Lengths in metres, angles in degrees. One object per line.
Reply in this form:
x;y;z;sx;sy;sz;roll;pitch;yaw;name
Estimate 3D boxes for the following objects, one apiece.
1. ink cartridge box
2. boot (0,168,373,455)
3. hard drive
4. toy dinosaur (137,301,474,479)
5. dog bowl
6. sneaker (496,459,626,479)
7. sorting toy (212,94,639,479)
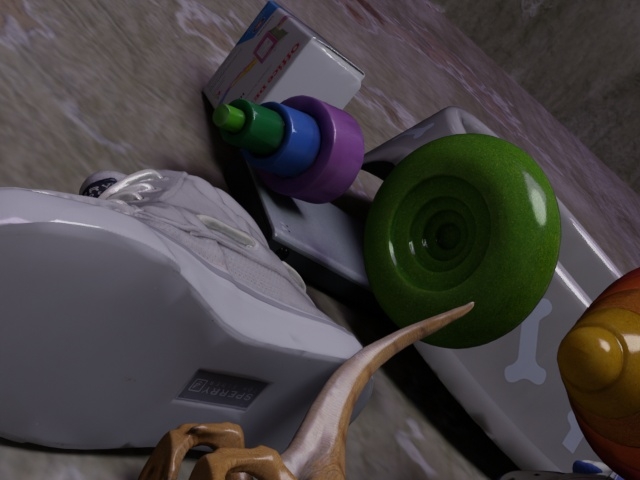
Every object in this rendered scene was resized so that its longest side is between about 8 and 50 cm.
-0.029;-0.112;0.777;0.052;0.088;0.122;33;10;-28;ink cartridge box
-0.084;0.016;0.455;0.123;0.095;0.258;50;10;35;boot
0.000;0.000;0.739;0.135;0.022;0.094;30;24;-37;hard drive
-0.008;0.100;0.430;0.112;0.064;0.211;30;52;-26;toy dinosaur
0.161;0.044;0.816;0.349;0.102;0.349;45;16;-17;dog bowl
0.107;0.174;0.514;0.131;0.112;0.296;26;12;34;sneaker
0.064;0.002;0.578;0.365;0.127;0.126;35;12;37;sorting toy
